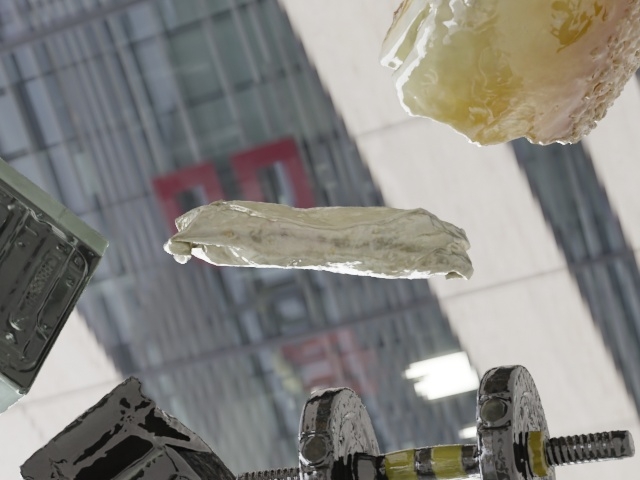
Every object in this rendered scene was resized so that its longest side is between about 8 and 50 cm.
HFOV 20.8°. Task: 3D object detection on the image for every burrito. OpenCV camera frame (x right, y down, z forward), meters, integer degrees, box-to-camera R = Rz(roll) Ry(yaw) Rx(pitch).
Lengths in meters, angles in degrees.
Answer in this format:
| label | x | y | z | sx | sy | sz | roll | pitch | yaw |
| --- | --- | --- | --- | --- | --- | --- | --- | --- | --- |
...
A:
| label | x | y | z | sx | sy | sz | roll | pitch | yaw |
| --- | --- | --- | --- | --- | --- | --- | --- | --- | --- |
| burrito | 0.000 | 0.000 | 1.550 | 0.082 | 0.275 | 0.059 | -94 | 9 | -70 |

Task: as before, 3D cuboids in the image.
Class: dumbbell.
| label | x | y | z | sx | sy | sz | roll | pitch | yaw |
| --- | --- | --- | --- | --- | --- | --- | --- | --- | --- |
| dumbbell | 0.085 | 0.178 | 1.379 | 0.143 | 0.325 | 0.143 | -9 | -90 | -71 |

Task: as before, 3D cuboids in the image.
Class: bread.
| label | x | y | z | sx | sy | sz | roll | pitch | yaw |
| --- | --- | --- | --- | --- | --- | --- | --- | --- | --- |
| bread | 0.167 | -0.210 | 1.187 | 0.171 | 0.192 | 0.314 | 28 | -143 | -2 |

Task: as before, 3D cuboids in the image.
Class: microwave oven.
| label | x | y | z | sx | sy | sz | roll | pitch | yaw |
| --- | --- | --- | --- | --- | --- | --- | --- | --- | --- |
| microwave oven | -0.264 | 0.010 | 1.109 | 0.208 | 0.122 | 0.162 | 38 | -136 | -15 |

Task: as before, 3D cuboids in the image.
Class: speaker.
| label | x | y | z | sx | sy | sz | roll | pitch | yaw |
| --- | --- | --- | --- | --- | --- | --- | --- | --- | --- |
| speaker | -0.100 | 0.332 | 1.643 | 0.388 | 0.180 | 0.184 | 47 | 171 | 17 |
